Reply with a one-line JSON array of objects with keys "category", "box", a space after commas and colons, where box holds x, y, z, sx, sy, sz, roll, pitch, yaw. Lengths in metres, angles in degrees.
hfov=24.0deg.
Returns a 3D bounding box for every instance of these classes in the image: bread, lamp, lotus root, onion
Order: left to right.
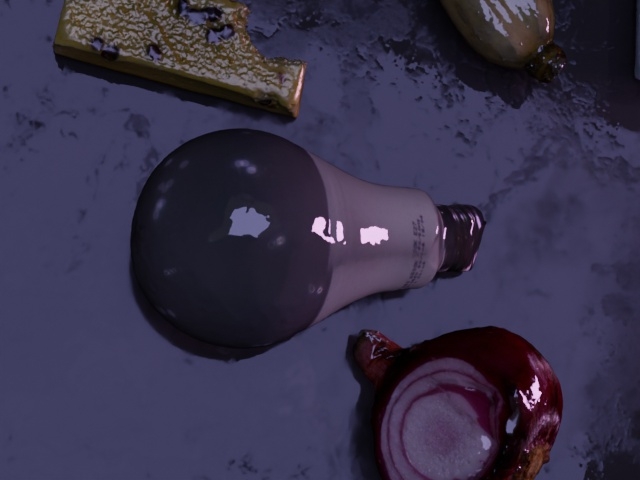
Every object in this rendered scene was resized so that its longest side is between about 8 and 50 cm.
[{"category": "bread", "box": [-0.119, -0.179, 1.330, 0.226, 0.049, 0.088, 13, 81, -6]}, {"category": "lamp", "box": [-0.008, 0.017, 1.272, 0.314, 0.182, 0.181, 18, 80, -24]}, {"category": "onion", "box": [0.114, 0.144, 1.290, 0.173, 0.135, 0.198, -53, 52, 6]}, {"category": "lotus root", "box": [0.158, -0.217, 1.357, 0.090, 0.077, 0.183, -33, 85, -4]}]

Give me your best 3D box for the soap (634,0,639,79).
[{"category": "soap", "box": [0.372, -0.261, 1.387, 0.145, 0.091, 0.230, 4, 83, -7]}]
